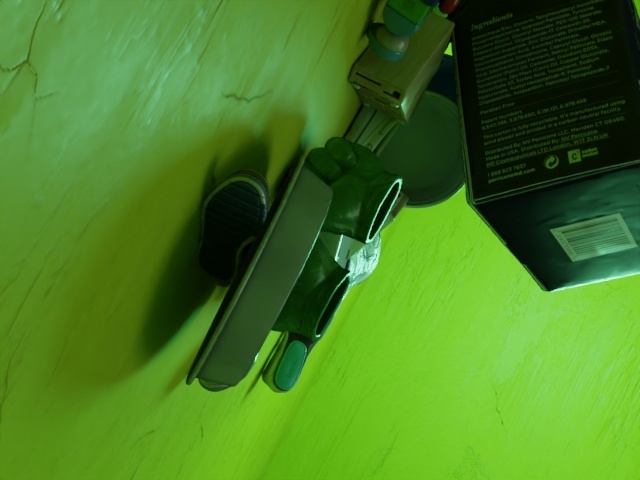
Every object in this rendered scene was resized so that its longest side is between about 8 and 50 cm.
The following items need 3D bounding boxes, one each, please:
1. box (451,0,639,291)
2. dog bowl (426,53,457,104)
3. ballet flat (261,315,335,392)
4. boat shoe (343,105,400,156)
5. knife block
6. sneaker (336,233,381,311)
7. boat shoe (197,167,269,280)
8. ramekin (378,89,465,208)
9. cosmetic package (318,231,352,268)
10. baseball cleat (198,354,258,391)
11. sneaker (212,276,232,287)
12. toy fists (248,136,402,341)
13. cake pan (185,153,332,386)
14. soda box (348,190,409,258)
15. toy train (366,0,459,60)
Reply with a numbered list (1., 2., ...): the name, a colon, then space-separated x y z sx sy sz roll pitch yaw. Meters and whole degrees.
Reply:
1. box: 0.448 -0.219 1.727 0.480 0.297 0.472 37 44 -56
2. dog bowl: 0.196 -0.225 1.849 0.297 0.166 0.074 -62 161 -1
3. ballet flat: -0.048 0.207 2.040 0.248 0.086 0.086 -58 171 -17
4. boat shoe: 0.065 -0.133 1.583 0.226 0.075 0.083 -62 172 -4
5. knife block: 0.147 -0.310 1.484 0.242 0.088 0.275 -64 172 3
6. sneaker: 0.048 0.037 1.914 0.296 0.111 0.131 -58 170 -34
7. boat shoe: -0.090 -0.029 1.032 0.066 0.066 0.183 -63 -177 -35
8. ramekin: 0.167 -0.164 1.715 0.207 0.207 0.109 -64 -178 7
9. cosmetic package: 0.000 0.000 1.435 0.117 0.085 0.231 -2 109 -79
10. baseball cleat: -0.120 0.166 1.417 0.206 0.072 0.109 -53 167 -46
11. sneaker: -0.108 0.016 1.173 0.083 0.032 0.037 -60 -174 29
12. toy fists: -0.012 -0.009 1.290 0.279 0.142 0.096 -62 165 -6
13. cake pan: -0.066 0.042 1.106 0.293 0.054 0.293 -62 -175 9
14. soda box: 0.053 -0.022 1.657 0.216 0.069 0.074 -43 -173 43
15. toy train: 0.152 -0.357 1.356 0.143 0.105 0.248 -56 179 43
